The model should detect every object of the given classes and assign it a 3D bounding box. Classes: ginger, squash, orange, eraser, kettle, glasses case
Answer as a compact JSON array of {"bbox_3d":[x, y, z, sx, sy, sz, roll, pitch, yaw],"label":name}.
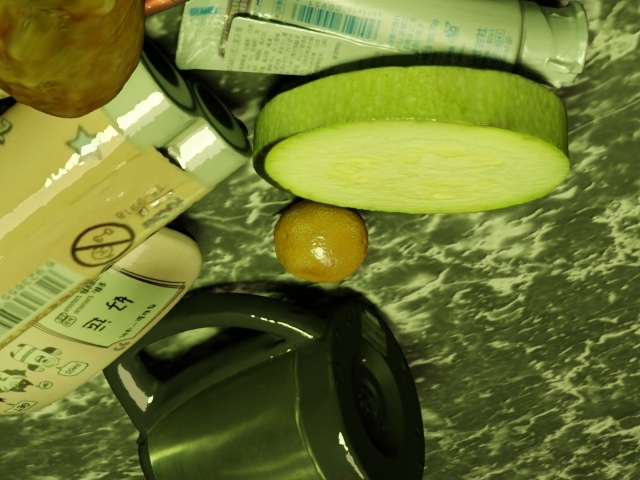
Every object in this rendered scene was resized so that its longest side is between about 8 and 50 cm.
[{"bbox_3d":[-0.173,-0.194,0.875,0.172,0.165,0.321,-24,148,-32],"label":"ginger"},{"bbox_3d":[0.071,-0.074,1.194,0.252,0.049,0.252,1,166,0],"label":"squash"},{"bbox_3d":[0.000,0.000,1.319,0.085,0.085,0.085,-8,147,-5],"label":"orange"},{"bbox_3d":[-0.206,-0.025,1.158,0.290,0.087,0.171,-36,144,14],"label":"eraser"},{"bbox_3d":[-0.069,0.184,1.470,0.271,0.207,0.250,-19,154,24],"label":"kettle"},{"bbox_3d":[-0.230,0.070,1.352,0.122,0.075,0.314,18,136,-40],"label":"glasses case"}]

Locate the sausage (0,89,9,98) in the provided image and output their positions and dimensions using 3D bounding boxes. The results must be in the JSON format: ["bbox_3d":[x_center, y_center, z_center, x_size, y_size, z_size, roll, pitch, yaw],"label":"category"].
[{"bbox_3d":[-0.249,-0.111,1.095,0.116,0.026,0.026,-9,151,26],"label":"sausage"}]

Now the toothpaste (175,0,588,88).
[{"bbox_3d":[0.046,-0.158,1.113,0.299,0.073,0.114,4,140,-12],"label":"toothpaste"}]

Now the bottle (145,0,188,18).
[{"bbox_3d":[-0.172,-0.162,1.040,0.164,0.060,0.060,-20,146,12],"label":"bottle"}]
